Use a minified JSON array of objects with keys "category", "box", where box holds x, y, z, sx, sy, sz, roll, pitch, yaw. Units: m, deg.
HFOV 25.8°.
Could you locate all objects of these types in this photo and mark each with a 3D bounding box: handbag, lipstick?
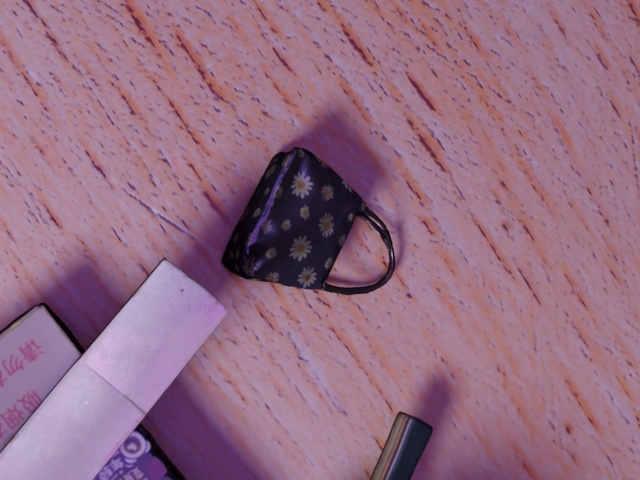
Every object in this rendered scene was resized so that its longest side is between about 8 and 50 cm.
[{"category":"handbag","box":[0.000,0.000,1.164,0.139,0.072,0.115,28,81,-19]},{"category":"lipstick","box":[-0.194,0.155,1.035,0.068,0.066,0.317,39,81,-3]}]

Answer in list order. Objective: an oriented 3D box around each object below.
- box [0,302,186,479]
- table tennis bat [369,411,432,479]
[{"category":"box","box":[-0.202,0.228,1.106,0.198,0.084,0.310,-39,93,-9]},{"category":"table tennis bat","box":[0.016,0.280,1.119,0.173,0.022,0.301,34,76,-46]}]
